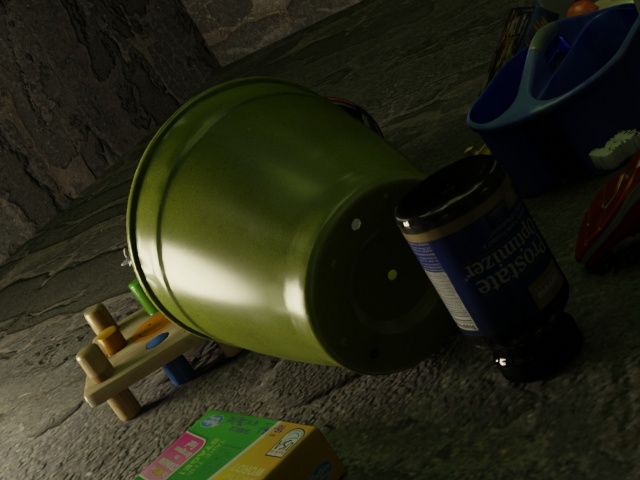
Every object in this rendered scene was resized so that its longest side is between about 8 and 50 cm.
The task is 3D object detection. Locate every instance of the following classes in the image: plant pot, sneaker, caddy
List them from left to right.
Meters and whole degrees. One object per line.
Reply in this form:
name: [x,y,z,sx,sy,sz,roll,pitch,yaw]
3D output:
plant pot: [0.000,0.000,1.514,0.366,0.366,0.353,-38,29,-18]
caddy: [0.347,-0.216,1.720,0.241,0.179,0.341,-19,21,38]
sneaker: [0.378,-0.030,1.343,0.221,0.128,0.087,120,173,-47]

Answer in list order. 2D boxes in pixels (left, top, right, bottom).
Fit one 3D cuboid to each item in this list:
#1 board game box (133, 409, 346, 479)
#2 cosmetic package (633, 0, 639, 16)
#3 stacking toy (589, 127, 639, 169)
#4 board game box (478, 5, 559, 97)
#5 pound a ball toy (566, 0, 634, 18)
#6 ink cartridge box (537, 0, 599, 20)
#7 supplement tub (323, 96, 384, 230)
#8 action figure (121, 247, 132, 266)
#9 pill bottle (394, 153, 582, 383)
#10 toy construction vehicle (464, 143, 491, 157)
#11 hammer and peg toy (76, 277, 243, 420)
board game box: [-0.156,0.314,1.316,0.316,0.064,0.242,-41,19,-28]
cosmetic package: [0.545,-0.406,1.438,0.385,0.156,0.217,-36,16,-21]
stacking toy: [0.359,-0.019,1.174,0.052,0.167,0.221,-35,16,-9]
board game box: [0.319,-0.297,2.005,0.243,0.042,0.165,-90,20,-81]
pound a ball toy: [0.477,-0.353,1.946,0.319,0.136,0.208,-27,18,14]
ink cartridge box: [0.470,-0.431,2.163,0.082,0.140,0.191,-11,27,46]
supplement tub: [0.012,-0.110,1.955,0.207,0.207,0.338,-30,17,7]
action figure: [-0.245,-0.007,2.020,0.164,0.276,0.141,-46,57,-1]
pill bottle: [0.178,0.032,1.255,0.122,0.219,0.123,-29,17,10]
toy construction vehicle: [0.277,-0.161,1.929,0.098,0.035,0.086,-15,24,43]
hammer and peg toy: [-0.194,0.106,1.849,0.361,0.127,0.266,-31,17,3]
